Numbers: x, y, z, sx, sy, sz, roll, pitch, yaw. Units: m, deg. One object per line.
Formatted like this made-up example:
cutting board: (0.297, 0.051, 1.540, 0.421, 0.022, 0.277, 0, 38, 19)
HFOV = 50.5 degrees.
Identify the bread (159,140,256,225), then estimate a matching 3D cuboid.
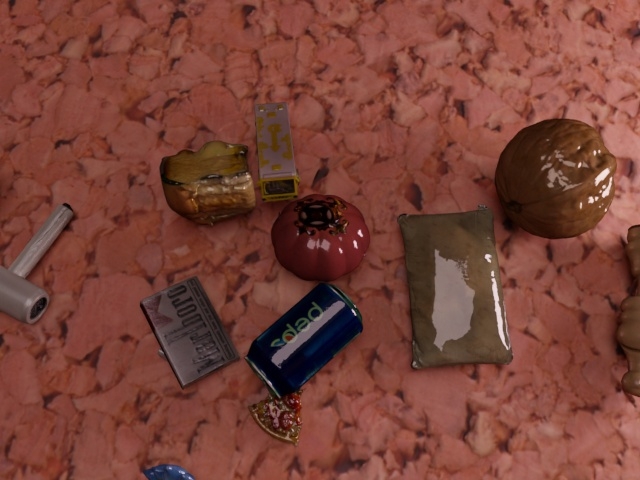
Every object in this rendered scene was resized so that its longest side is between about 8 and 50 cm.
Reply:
bread: (-0.203, -0.096, 1.275, 0.174, 0.252, 0.133, -13, 114, -7)

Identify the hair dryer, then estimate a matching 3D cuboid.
hair dryer: (-0.526, 0.030, 1.264, 0.131, 0.073, 0.237, 26, 62, 6)

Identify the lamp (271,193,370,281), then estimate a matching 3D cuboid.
lamp: (0.000, 0.000, 1.242, 0.181, 0.140, 0.182, 0, 48, 0)

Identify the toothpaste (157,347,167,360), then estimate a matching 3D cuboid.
toothpaste: (-0.253, 0.218, 1.217, 0.083, 0.015, 0.024, 30, 80, 4)

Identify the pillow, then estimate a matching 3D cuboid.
pillow: (0.243, 0.080, 1.245, 0.184, 0.075, 0.303, -3, 72, 0)

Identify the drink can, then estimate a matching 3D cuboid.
drink can: (-0.028, 0.173, 1.183, 0.205, 0.118, 0.118, -40, 75, -15)

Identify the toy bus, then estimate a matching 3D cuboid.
toy bus: (-0.084, -0.173, 1.307, 0.081, 0.074, 0.226, -3, 49, -3)

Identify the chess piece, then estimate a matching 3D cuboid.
chess piece: (0.609, 0.133, 1.220, 0.138, 0.124, 0.308, 25, 72, -27)

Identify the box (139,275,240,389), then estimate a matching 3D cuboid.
box: (-0.235, 0.164, 1.219, 0.115, 0.036, 0.178, -25, 72, -20)

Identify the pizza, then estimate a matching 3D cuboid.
pizza: (-0.079, 0.301, 1.181, 0.099, 0.029, 0.100, 7, 69, 2)

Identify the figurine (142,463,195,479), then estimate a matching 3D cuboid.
figurine: (-0.251, 0.409, 1.111, 0.114, 0.079, 0.114, 7, 112, 18)

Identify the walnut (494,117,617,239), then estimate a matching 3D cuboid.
walnut: (0.438, -0.115, 1.254, 0.227, 0.228, 0.228, 0, 70, -1)
